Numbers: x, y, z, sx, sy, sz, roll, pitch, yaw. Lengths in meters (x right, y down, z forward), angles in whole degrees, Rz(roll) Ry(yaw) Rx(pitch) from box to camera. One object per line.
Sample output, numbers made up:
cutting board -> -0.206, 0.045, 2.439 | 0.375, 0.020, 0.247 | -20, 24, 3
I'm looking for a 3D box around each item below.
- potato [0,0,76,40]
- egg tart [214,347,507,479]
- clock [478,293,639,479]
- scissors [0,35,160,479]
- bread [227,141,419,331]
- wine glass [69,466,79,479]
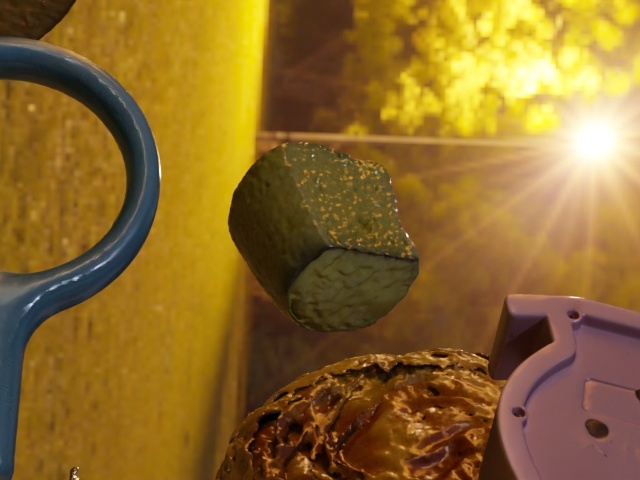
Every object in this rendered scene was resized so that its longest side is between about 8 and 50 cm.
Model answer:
potato -> -0.223, -0.202, 0.810 | 0.203, 0.178, 0.158 | -32, -135, 35
egg tart -> 0.056, 0.193, 1.219 | 0.297, 0.297, 0.132 | -92, 170, -62
clock -> 0.240, 0.176, 0.913 | 0.275, 0.290, 0.080 | -76, 177, -46
scissors -> -0.143, 0.116, 0.521 | 0.029, 0.192, 0.447 | 113, -26, -60
bread -> 0.000, 0.000, 1.078 | 0.111, 0.129, 0.114 | -61, -141, 32
wine glass -> -0.123, 0.273, 1.097 | 0.103, 0.222, 0.103 | -55, -179, 1
